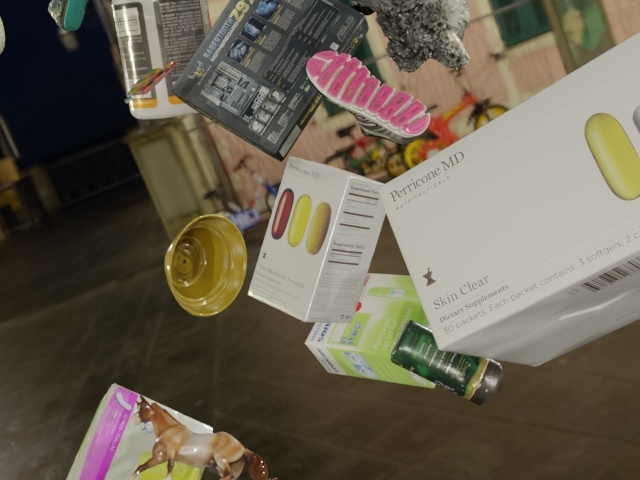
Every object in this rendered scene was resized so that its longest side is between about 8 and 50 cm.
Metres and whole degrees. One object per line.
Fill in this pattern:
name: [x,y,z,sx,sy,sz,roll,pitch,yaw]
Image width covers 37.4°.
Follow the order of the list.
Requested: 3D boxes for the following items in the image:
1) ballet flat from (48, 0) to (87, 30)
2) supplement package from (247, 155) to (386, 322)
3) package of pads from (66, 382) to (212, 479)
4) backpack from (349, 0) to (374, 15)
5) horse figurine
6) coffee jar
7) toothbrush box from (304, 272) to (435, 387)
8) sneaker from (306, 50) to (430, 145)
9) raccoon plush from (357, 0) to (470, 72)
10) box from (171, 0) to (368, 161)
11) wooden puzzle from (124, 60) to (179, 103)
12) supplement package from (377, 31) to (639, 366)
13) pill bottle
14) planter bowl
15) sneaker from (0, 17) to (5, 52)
ballet flat: [-0.409,-0.443,1.573,0.188,0.070,0.070,-61,-4,21]
supplement package: [0.000,0.000,1.571,0.139,0.244,0.134,21,8,36]
package of pads: [-0.337,0.432,1.742,0.101,0.229,0.296,-52,16,41]
backpack: [0.114,-0.587,1.778,0.263,0.276,0.213,-22,52,-42]
horse figurine: [-0.198,0.356,1.546,0.264,0.066,0.174,12,30,0]
coffee jar: [0.213,0.207,1.583,0.079,0.185,0.096,-63,-9,-12]
toothbrush box: [0.142,0.187,2.039,0.283,0.122,0.206,2,51,41]
sneaker: [0.054,-0.168,1.163,0.063,0.170,0.075,-55,-10,-18]
raccoon plush: [0.052,-0.401,1.508,0.447,0.299,0.216,-10,16,-19]
box: [-0.070,-0.255,1.330,0.232,0.183,0.059,-57,-12,-3]
wooden puzzle: [-0.216,-0.200,1.189,0.049,0.006,0.083,6,48,50]
supplement package: [0.219,-0.023,0.749,0.262,0.145,0.204,-31,-26,24]
pill bottle: [-0.262,-0.351,1.593,0.162,0.278,0.162,-6,14,2]
planter bowl: [-0.264,0.049,2.010,0.090,0.217,0.217,7,27,42]
sneaker: [-0.476,-0.258,1.136,0.126,0.091,0.240,-16,20,-33]
